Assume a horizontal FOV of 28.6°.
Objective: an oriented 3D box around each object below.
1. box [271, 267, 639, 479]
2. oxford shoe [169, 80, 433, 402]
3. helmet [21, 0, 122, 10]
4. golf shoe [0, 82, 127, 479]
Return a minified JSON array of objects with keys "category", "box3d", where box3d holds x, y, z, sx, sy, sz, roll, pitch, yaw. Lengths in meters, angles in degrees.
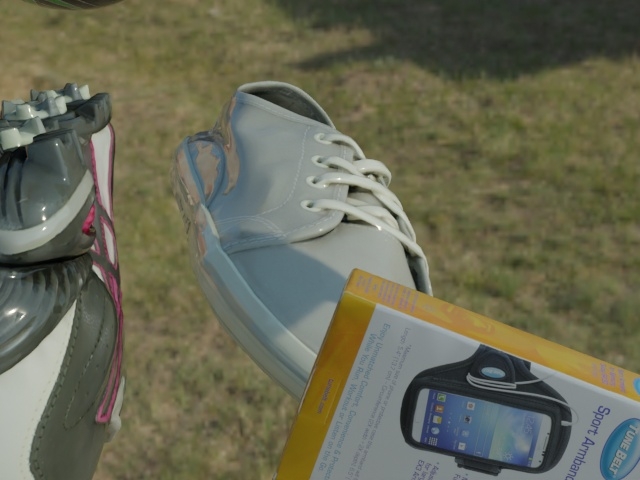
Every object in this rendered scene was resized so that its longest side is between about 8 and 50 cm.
[{"category":"box","box3d":[0.060,0.071,0.440,0.136,0.081,0.028,20,21,1]},{"category":"oxford shoe","box3d":[0.000,0.000,0.859,0.130,0.169,0.449,-47,30,10]},{"category":"helmet","box3d":[-0.170,-0.228,0.810,0.170,0.169,0.161,-8,8,-9]},{"category":"golf shoe","box3d":[-0.116,0.012,0.433,0.105,0.120,0.273,-12,14,-5]}]
